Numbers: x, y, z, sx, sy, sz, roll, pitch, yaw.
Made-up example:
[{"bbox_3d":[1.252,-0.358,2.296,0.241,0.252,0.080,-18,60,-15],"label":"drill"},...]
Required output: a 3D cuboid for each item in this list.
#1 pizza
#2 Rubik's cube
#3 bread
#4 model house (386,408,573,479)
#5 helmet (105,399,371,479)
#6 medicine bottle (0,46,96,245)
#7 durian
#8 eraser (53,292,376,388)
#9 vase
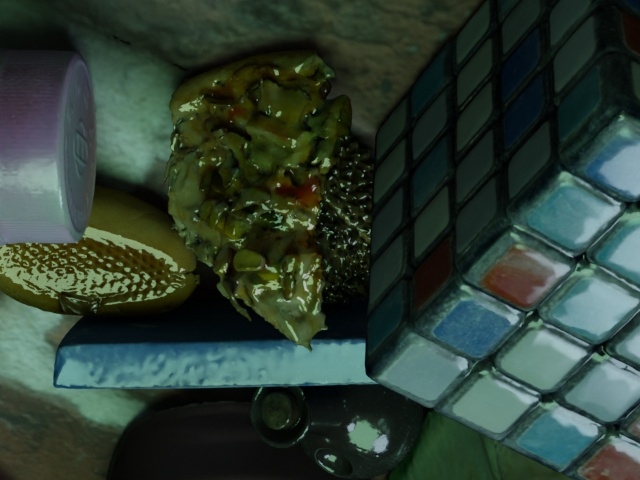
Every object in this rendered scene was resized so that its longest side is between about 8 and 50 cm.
[{"bbox_3d":[-0.056,-0.036,1.323,0.147,0.069,0.226,7,89,19],"label":"pizza"},{"bbox_3d":[0.224,-0.023,1.240,0.287,0.293,0.292,27,124,-18],"label":"Rubik's cube"},{"bbox_3d":[-0.189,0.007,1.427,0.189,0.077,0.114,9,109,-3],"label":"bread"},{"bbox_3d":[0.240,0.253,1.518,0.280,0.245,0.312,-6,151,-19],"label":"model house"},{"bbox_3d":[-0.071,0.311,1.592,0.271,0.197,0.338,-1,128,1],"label":"helmet"},{"bbox_3d":[-0.306,-0.071,1.320,0.254,0.152,0.152,1,129,2],"label":"medicine bottle"},{"bbox_3d":[0.000,0.000,1.398,0.188,0.091,0.148,37,121,-26],"label":"durian"},{"bbox_3d":[-0.051,0.081,1.431,0.312,0.144,0.043,-2,103,7],"label":"eraser"},{"bbox_3d":[0.009,0.141,1.462,0.120,0.120,0.183,-30,161,25],"label":"vase"}]
